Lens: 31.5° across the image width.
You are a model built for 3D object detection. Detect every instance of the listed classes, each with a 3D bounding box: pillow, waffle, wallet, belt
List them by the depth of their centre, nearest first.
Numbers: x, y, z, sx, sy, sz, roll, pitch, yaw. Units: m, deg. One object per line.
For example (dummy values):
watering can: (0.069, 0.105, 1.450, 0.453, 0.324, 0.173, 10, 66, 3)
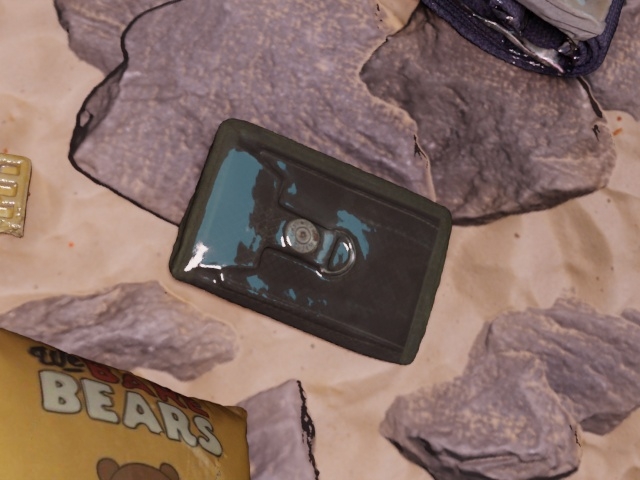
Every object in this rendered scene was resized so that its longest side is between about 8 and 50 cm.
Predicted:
pillow: (-0.154, 0.210, 0.780, 0.310, 0.119, 0.312, 23, 43, -36)
waffle: (-0.306, -0.036, 0.925, 0.135, 0.021, 0.092, 8, 66, -17)
wallet: (0.000, 0.000, 1.017, 0.245, 0.052, 0.168, 22, 68, -15)
belt: (0.193, -0.255, 1.131, 0.230, 0.139, 0.126, 30, 62, -10)
